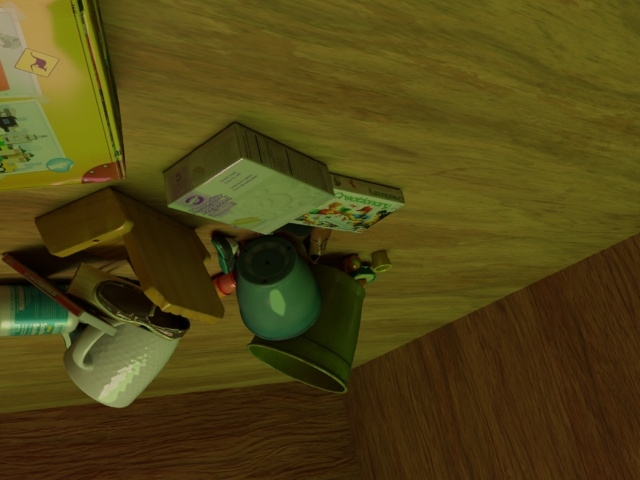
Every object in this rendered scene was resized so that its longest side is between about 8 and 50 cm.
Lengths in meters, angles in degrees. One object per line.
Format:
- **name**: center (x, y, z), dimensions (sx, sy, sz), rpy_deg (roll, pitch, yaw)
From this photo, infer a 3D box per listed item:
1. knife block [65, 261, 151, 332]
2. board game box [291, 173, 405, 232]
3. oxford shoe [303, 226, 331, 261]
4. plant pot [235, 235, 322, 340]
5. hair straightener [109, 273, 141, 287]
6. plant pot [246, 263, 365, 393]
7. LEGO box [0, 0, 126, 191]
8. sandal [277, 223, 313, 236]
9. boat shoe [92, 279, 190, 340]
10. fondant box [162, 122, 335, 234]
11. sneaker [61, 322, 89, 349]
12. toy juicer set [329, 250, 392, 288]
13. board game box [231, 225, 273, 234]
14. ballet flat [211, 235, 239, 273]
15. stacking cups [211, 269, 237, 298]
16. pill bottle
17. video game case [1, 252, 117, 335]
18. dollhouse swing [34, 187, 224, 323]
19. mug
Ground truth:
- **knife block**: center (-0.494, 0.167, 1.574), dimensions (0.242, 0.088, 0.275), rpy_deg (9, 156, 18)
- **board game box**: center (0.063, -0.098, 1.642), dimensions (0.305, 0.053, 0.193), rpy_deg (7, 150, -41)
- **oxford shoe**: center (0.000, 0.000, 1.815), dimensions (0.076, 0.076, 0.212), rpy_deg (-6, 155, -13)
- **plant pot**: center (-0.142, 0.127, 1.826), dimensions (0.272, 0.271, 0.255), rpy_deg (-13, 143, -2)
- **hair straightener**: center (-0.589, 0.121, 1.687), dimensions (0.231, 0.047, 0.089), rpy_deg (7, 171, 35)
- **plant pot**: center (-0.015, 0.285, 2.047), dimensions (0.367, 0.352, 0.366), rpy_deg (21, 157, 9)
- **LEGO box**: center (-0.472, -0.261, 0.752), dimensions (0.373, 0.193, 0.500), rpy_deg (-7, 157, -15)
- **sandal**: center (-0.085, -0.053, 1.673), dimensions (0.179, 0.040, 0.067), rpy_deg (11, 117, -49)
- **boat shoe**: center (-0.440, 0.167, 1.496), dimensions (0.257, 0.095, 0.095), rpy_deg (33, 145, -31)
- **fondant box**: center (-0.159, -0.128, 1.386), dimensions (0.238, 0.096, 0.330), rpy_deg (-27, 153, 30)
- **sneaker**: center (-0.822, 0.328, 2.108), dimensions (0.164, 0.086, 0.226), rpy_deg (-3, 155, -17)
- **toy juicer set**: center (0.110, 0.146, 2.208), dimensions (0.209, 0.089, 0.329), rpy_deg (-4, 156, -24)
- **board game box**: center (-0.165, -0.049, 1.655), dimensions (0.169, 0.033, 0.133), rpy_deg (1, 154, -32)
- **ballet flat**: center (-0.274, 0.030, 1.749), dimensions (0.074, 0.074, 0.203), rpy_deg (-11, 152, -6)
- **stacking cups**: center (-0.393, 0.195, 2.027), dimensions (0.316, 0.096, 0.096), rpy_deg (-25, 156, 25)
- **pill bottle**: center (-0.805, 0.201, 1.732), dimensions (0.264, 0.146, 0.146), rpy_deg (2, 153, -34)
- **video game case**: center (-0.684, 0.147, 1.569), dimensions (0.025, 0.285, 0.204), rpy_deg (-55, 164, -15)
- **dollhouse swing**: center (-0.453, 0.087, 1.457), dimensions (0.315, 0.304, 0.347), rpy_deg (-20, 158, 16)
- **mug**: center (-0.630, 0.320, 1.892), dimensions (0.328, 0.276, 0.374), rpy_deg (-47, 161, 4)
